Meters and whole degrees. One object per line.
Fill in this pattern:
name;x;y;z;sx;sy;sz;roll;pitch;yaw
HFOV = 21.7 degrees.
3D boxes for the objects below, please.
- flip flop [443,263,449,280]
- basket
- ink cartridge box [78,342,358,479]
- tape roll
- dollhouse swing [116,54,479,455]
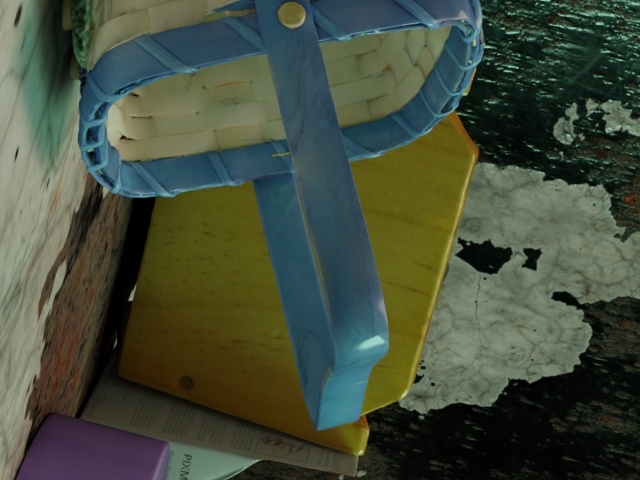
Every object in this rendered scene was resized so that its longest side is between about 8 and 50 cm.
flip flop;0.000;0.000;1.581;0.080;0.277;0.112;-52;138;-19
basket;-0.020;-0.059;0.837;0.255;0.201;0.289;104;-31;-73
ink cartridge box;-0.084;0.161;1.439;0.189;0.232;0.066;-76;-179;-71
tape roll;-0.183;0.265;1.174;0.275;0.090;0.275;-164;-90;-90
dollhouse swing;-0.016;-0.056;1.477;0.305;0.315;0.347;-45;151;-69
